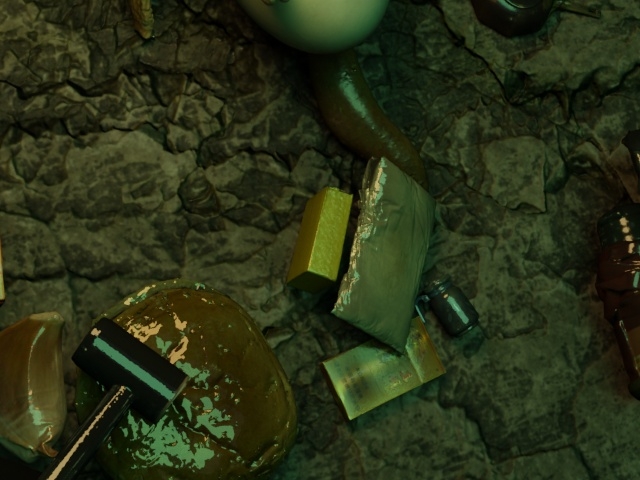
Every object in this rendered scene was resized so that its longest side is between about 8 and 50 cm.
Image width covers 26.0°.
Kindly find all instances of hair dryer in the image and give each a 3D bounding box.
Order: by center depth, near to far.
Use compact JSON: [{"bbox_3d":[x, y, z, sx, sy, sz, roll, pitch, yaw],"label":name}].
[{"bbox_3d":[-0.265,0.203,1.540,0.128,0.070,0.255,38,51,0],"label":"hair dryer"}]

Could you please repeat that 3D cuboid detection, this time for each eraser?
[{"bbox_3d":[0.000,0.000,1.816,0.045,0.097,0.122,17,72,-13],"label":"eraser"}]

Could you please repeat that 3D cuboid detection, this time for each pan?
[{"bbox_3d":[0.316,-0.373,2.018,0.202,0.048,0.128,-15,83,-20],"label":"pan"}]

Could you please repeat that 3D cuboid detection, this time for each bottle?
[{"bbox_3d":[0.465,0.078,1.918,0.156,0.143,0.271,4,65,-44],"label":"bottle"}]

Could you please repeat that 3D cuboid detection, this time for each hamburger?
[{"bbox_3d":[-0.167,0.191,1.704,0.265,0.134,0.285,-31,91,-19],"label":"hamburger"}]

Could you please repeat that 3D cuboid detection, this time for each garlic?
[{"bbox_3d":[-0.343,0.190,1.643,0.090,0.128,0.198,30,41,-51],"label":"garlic"}]

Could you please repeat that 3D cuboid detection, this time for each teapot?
[{"bbox_3d":[0.171,0.093,1.881,0.083,0.063,0.049,55,29,3],"label":"teapot"}]

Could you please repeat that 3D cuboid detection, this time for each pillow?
[{"bbox_3d":[0.088,0.020,1.826,0.148,0.050,0.230,28,70,-37],"label":"pillow"}]

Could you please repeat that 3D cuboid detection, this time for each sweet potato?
[{"bbox_3d":[0.038,-0.210,1.887,0.108,0.079,0.346,-17,82,-50],"label":"sweet potato"}]

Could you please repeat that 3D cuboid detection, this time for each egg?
[{"bbox_3d":[-0.025,-0.386,1.789,0.230,0.230,0.371,-7,51,-18],"label":"egg"}]

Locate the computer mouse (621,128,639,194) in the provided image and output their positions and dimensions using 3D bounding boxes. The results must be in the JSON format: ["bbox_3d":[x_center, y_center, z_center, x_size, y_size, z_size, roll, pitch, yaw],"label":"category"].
[{"bbox_3d":[0.559,-0.049,1.960,0.374,0.114,0.203,16,44,-27],"label":"computer mouse"}]

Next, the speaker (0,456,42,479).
[{"bbox_3d":[-0.405,0.370,1.532,0.254,0.184,0.232,23,104,-11],"label":"speaker"}]

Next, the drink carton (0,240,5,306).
[{"bbox_3d":[-0.444,-0.027,1.697,0.096,0.071,0.223,-3,79,-19],"label":"drink carton"}]

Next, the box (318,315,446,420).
[{"bbox_3d":[0.084,0.170,1.845,0.156,0.022,0.089,-22,86,-20],"label":"box"}]

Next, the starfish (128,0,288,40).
[{"bbox_3d":[-0.188,-0.428,1.744,0.082,0.324,0.432,-5,72,-45],"label":"starfish"}]
